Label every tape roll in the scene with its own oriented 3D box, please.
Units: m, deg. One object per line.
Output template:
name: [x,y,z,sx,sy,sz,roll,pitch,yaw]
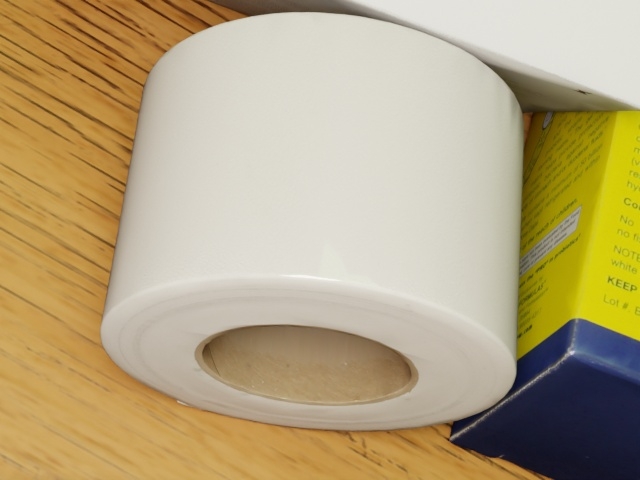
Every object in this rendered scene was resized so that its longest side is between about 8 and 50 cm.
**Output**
tape roll: [0.000,0.000,0.830,0.246,0.246,0.169,12,63,-13]

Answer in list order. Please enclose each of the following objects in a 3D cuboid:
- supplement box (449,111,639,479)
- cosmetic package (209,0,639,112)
supplement box: [0.247,-0.011,0.944,0.194,0.195,0.356,23,62,-7]
cosmetic package: [0.012,-0.186,0.893,0.377,0.284,0.097,19,94,-9]
